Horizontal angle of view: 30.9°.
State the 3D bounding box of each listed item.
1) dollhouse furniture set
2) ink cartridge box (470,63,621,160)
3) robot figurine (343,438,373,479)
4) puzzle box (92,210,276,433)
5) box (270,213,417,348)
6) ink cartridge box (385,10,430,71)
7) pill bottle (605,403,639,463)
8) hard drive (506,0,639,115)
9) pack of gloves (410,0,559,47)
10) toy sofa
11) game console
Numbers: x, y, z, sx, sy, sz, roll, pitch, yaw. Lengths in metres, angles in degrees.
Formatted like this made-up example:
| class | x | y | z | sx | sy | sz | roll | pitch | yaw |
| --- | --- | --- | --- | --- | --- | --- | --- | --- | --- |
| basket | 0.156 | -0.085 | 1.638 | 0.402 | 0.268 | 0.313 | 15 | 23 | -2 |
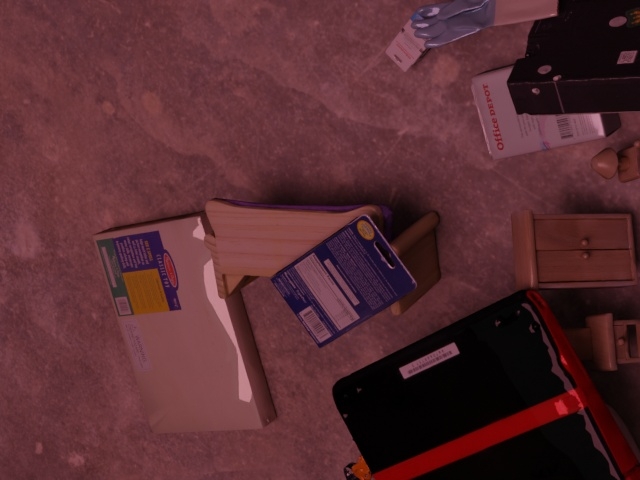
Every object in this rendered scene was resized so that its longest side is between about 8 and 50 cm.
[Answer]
| class | x | y | z | sx | sy | sz | roll | pitch | yaw |
| --- | --- | --- | --- | --- | --- | --- | --- | --- | --- |
| dollhouse furniture set | 0.407 | 0.013 | 1.470 | 0.355 | 0.174 | 0.303 | 160 | 107 | -69 |
| ink cartridge box | 0.316 | -0.196 | 1.635 | 0.175 | 0.072 | 0.127 | -10 | 102 | 34 |
| robot figurine | 0.176 | 0.413 | 1.933 | 0.291 | 0.085 | 0.211 | 39 | 123 | 14 |
| puzzle box | -0.252 | 0.156 | 2.132 | 0.272 | 0.052 | 0.408 | -8 | 102 | 34 |
| box | 0.039 | 0.058 | 1.737 | 0.225 | 0.036 | 0.136 | -35 | 91 | 40 |
| ink cartridge box | 0.141 | -0.299 | 1.736 | 0.048 | 0.028 | 0.083 | 48 | 125 | 9 |
| pill bottle | 0.334 | 0.365 | 1.736 | 0.278 | 0.162 | 0.162 | -29 | 90 | 22 |
| hard drive | 0.428 | -0.254 | 1.449 | 0.339 | 0.237 | 0.064 | 0 | 136 | 32 |
| pack of gloves | 0.235 | -0.362 | 1.613 | 0.232 | 0.046 | 0.195 | -9 | 66 | 35 |
| toy sofa | 0.000 | 0.000 | 1.855 | 0.363 | 0.150 | 0.177 | 2 | 111 | 32 |
| game console | 0.230 | 0.287 | 1.640 | 0.387 | 0.060 | 0.342 | -31 | 83 | 34 |
